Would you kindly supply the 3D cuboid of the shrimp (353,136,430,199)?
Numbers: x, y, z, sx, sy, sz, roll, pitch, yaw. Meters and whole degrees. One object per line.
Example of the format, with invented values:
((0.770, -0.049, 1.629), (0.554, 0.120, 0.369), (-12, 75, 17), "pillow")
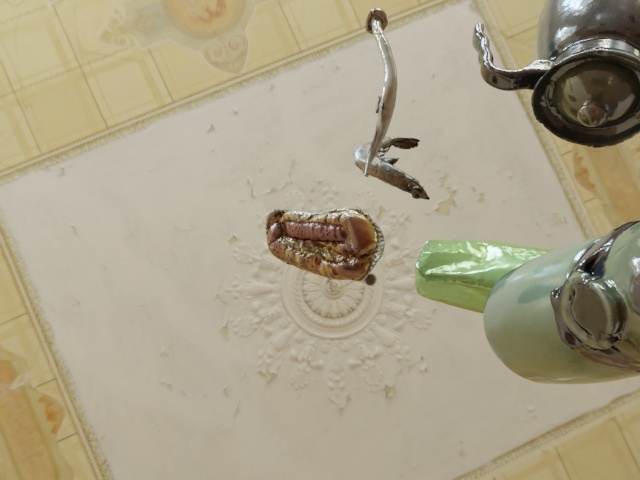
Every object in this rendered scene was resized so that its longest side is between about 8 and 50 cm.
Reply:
((0.166, -0.154, 1.073), (0.195, 0.035, 0.148), (36, -128, 28), "shrimp")

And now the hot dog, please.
((0.000, 0.000, 0.952), (0.253, 0.069, 0.131), (9, -75, 38), "hot dog")

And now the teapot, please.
((0.417, -0.299, 0.864), (0.305, 0.223, 0.285), (30, -123, -9), "teapot")

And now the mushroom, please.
((0.095, -0.251, 0.868), (0.043, 0.068, 0.306), (4, -111, -7), "mushroom")

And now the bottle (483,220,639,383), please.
((0.309, 0.074, 0.595), (0.168, 0.347, 0.168), (0, -105, -1), "bottle")

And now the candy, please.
((0.351, 0.069, 0.993), (0.344, 0.132, 0.142), (7, -104, 29), "candy")
